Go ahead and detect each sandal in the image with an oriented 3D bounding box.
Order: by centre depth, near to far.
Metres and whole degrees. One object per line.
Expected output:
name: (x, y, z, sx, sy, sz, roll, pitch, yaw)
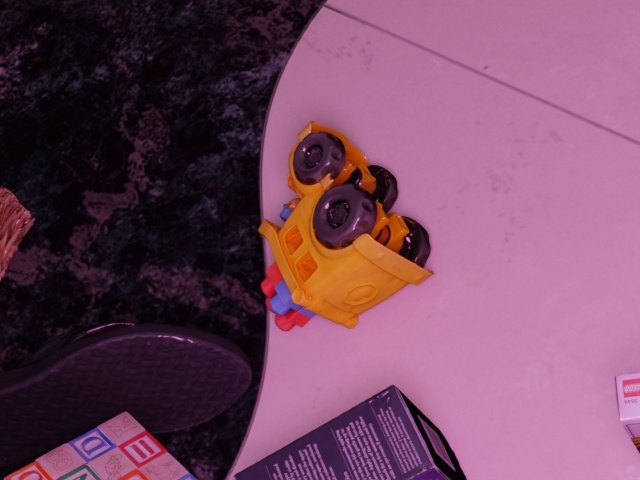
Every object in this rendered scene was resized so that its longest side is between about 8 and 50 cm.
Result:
sandal: (-0.295, 0.168, 1.611, 0.446, 0.167, 0.107, -15, 41, 18)

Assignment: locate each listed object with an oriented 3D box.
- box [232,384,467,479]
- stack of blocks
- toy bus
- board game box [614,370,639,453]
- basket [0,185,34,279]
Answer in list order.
box: (0.037, 0.268, 1.399, 0.207, 0.153, 0.108, -32, 56, 8)
stack of blocks: (-0.199, 0.340, 1.461, 0.171, 0.087, 0.297, -27, 47, -34)
toy bus: (0.000, 0.000, 1.580, 0.211, 0.149, 0.220, -41, 51, 20)
board game box: (0.450, 0.161, 1.236, 0.305, 0.193, 0.053, -11, 60, 21)
basket: (-0.585, 0.018, 1.787, 0.223, 0.213, 0.299, 17, 72, 30)
